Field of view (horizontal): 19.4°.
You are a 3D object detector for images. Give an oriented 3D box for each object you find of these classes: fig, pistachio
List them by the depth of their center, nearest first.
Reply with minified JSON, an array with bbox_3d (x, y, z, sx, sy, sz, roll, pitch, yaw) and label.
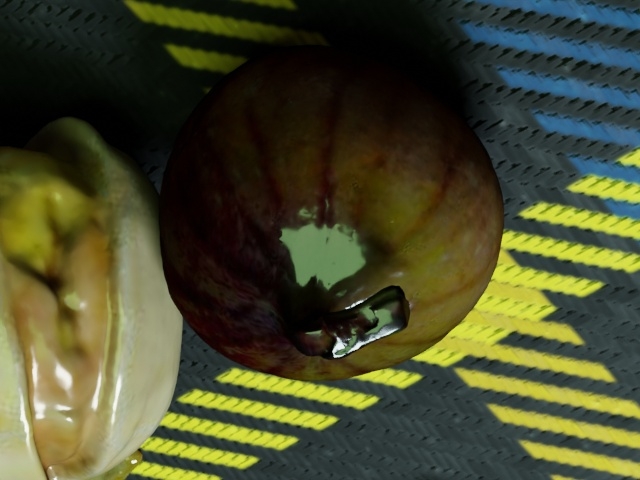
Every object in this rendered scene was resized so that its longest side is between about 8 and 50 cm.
[{"bbox_3d":[-0.001,-0.011,1.235,0.235,0.214,0.235,26,145,20],"label":"fig"},{"bbox_3d":[-0.213,0.066,1.335,0.230,0.230,0.309,8,122,7],"label":"pistachio"}]

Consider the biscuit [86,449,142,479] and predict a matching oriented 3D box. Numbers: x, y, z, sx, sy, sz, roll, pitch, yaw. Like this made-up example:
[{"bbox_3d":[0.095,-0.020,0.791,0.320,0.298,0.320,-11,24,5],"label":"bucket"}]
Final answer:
[{"bbox_3d":[-0.197,0.181,1.526,0.081,0.018,0.083,32,125,-10],"label":"biscuit"}]
